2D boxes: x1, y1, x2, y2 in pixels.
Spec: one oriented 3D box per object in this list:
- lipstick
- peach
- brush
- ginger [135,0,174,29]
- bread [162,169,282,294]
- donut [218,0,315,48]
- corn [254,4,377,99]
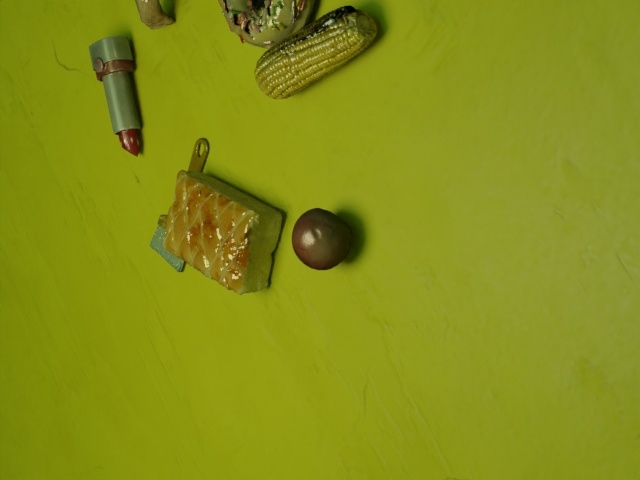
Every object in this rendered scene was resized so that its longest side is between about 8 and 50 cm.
[{"bbox_3d":[-0.310,-0.218,2.126,0.063,0.057,0.186,-19,81,44],"label":"lipstick"},{"bbox_3d":[0.000,-0.001,1.800,0.083,0.083,0.083,3,95,46],"label":"peach"},{"bbox_3d":[-0.203,-0.060,2.056,0.083,0.011,0.205,38,117,39],"label":"brush"},{"bbox_3d":[-0.200,-0.431,1.996,0.089,0.075,0.288,40,115,31],"label":"ginger"},{"bbox_3d":[-0.143,-0.012,1.955,0.188,0.068,0.125,29,112,41],"label":"bread"},{"bbox_3d":[-0.077,-0.344,1.868,0.174,0.068,0.174,3,95,45],"label":"donut"},{"bbox_3d":[-0.009,-0.246,1.805,0.203,0.072,0.072,-24,75,43],"label":"corn"}]
